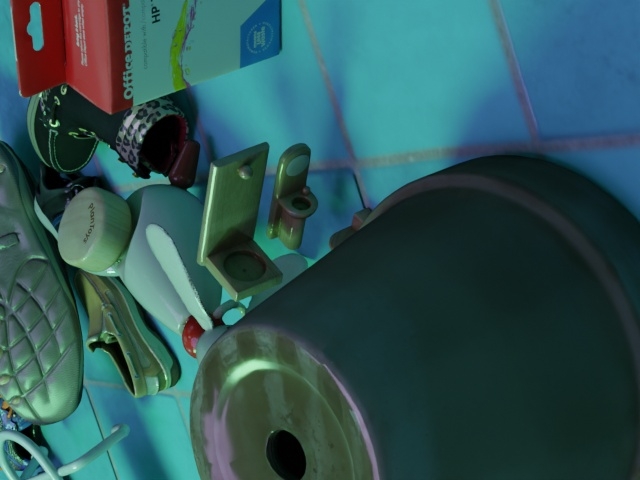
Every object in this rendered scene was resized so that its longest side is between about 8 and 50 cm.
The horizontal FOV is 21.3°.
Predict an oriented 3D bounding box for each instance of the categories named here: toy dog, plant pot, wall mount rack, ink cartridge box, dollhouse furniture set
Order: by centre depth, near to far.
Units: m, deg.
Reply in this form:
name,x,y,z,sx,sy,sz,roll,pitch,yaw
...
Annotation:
name,x,y,z,sx,sy,sz,roll,pitch,yaw
plant pot,0.067,0.120,1.243,0.323,0.280,0.323,16,114,42
dollhouse furniture set,0.000,0.000,1.458,0.151,0.144,0.123,48,145,31
ink cartridge box,-0.147,-0.198,1.466,0.078,0.231,0.134,35,137,40
toy dog,-0.106,0.017,1.625,0.334,0.220,0.161,34,105,31
wall mount rack,-0.275,0.358,2.112,0.350,0.130,0.304,57,146,-6

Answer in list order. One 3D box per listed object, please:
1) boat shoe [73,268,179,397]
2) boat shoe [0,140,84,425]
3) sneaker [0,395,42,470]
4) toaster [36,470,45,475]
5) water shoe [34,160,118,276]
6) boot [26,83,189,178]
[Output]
name,x,y,z,sx,sy,sz,roll,pitch,yaw
boat shoe,-0.241,0.103,1.962,0.190,0.072,0.068,48,145,28
boat shoe,-0.349,0.042,2.043,0.132,0.130,0.355,-14,91,14
sneaker,-0.425,0.224,2.335,0.087,0.083,0.221,11,126,38
toaster,-0.384,0.440,2.355,0.146,0.129,0.227,46,142,26
water shoe,-0.266,-0.029,1.914,0.203,0.073,0.080,34,134,41
boot,-0.224,-0.113,1.778,0.178,0.085,0.236,50,144,26
